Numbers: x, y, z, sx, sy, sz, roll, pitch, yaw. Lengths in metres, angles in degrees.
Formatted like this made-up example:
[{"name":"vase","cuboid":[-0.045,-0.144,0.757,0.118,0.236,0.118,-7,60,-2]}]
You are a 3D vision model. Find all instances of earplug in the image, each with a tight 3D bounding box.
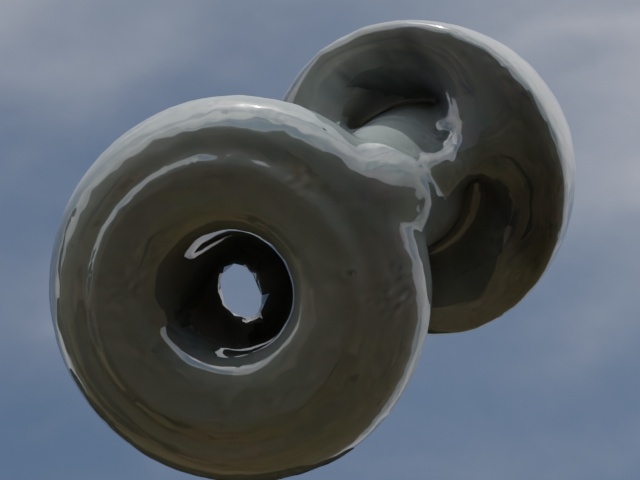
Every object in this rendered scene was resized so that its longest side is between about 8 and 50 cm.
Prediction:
[{"name":"earplug","cuboid":[0.004,-0.002,1.026,0.325,0.175,0.214,-32,-89,-18]}]
